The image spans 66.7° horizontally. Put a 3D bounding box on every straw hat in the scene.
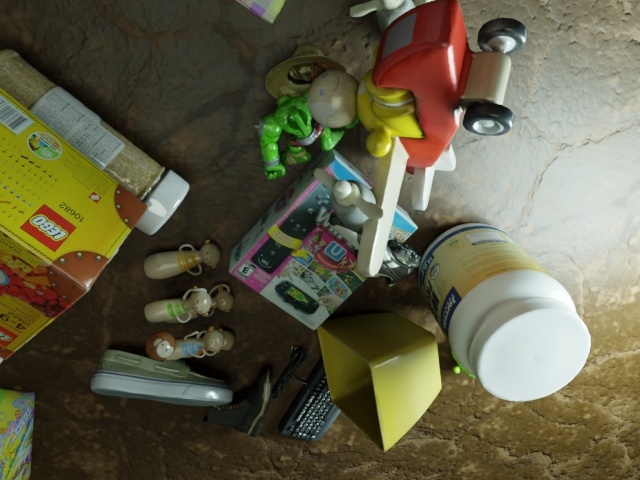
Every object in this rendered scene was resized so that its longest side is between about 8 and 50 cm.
[{"bbox_3d":[-0.024,-0.298,0.835,0.144,0.144,0.061,-3,75,-5],"label":"straw hat"}]

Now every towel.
[{"bbox_3d":[-0.101,-0.408,0.806,0.083,0.009,0.060,29,109,-19],"label":"towel"}]

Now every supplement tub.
[{"bbox_3d":[0.335,0.125,0.937,0.228,0.316,0.228,-2,115,-5],"label":"supplement tub"}]

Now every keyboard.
[{"bbox_3d":[-0.017,0.356,1.172,0.201,0.033,0.317,23,110,-16],"label":"keyboard"}]

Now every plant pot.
[{"bbox_3d":[0.137,0.270,1.040,0.187,0.212,0.212,-20,112,-24],"label":"plant pot"}]

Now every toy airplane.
[{"bbox_3d":[0.114,-0.194,0.761,0.272,0.386,0.384,12,125,2],"label":"toy airplane"}]

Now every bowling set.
[{"bbox_3d":[-0.250,0.168,0.970,0.154,0.200,0.287,-12,120,-1],"label":"bowling set"}]

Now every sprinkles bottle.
[{"bbox_3d":[-0.402,-0.158,0.832,0.355,0.121,0.121,39,106,-21],"label":"sprinkles bottle"}]

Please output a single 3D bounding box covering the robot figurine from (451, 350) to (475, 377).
[{"bbox_3d":[0.355,0.277,1.151,0.101,0.067,0.115,-33,115,7],"label":"robot figurine"}]

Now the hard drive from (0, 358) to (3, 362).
[{"bbox_3d":[-0.802,0.163,0.947,0.353,0.047,0.233,40,84,-21],"label":"hard drive"}]

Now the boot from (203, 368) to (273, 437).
[{"bbox_3d":[-0.192,0.376,1.142,0.137,0.077,0.198,16,112,-8],"label":"boot"}]

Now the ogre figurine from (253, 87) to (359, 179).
[{"bbox_3d":[-0.031,-0.200,0.858,0.197,0.097,0.118,-18,141,14],"label":"ogre figurine"}]

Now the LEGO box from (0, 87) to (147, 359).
[{"bbox_3d":[-0.593,-0.074,0.745,0.372,0.193,0.500,-31,117,36],"label":"LEGO box"}]

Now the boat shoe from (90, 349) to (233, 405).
[{"bbox_3d":[-0.339,0.303,1.073,0.302,0.094,0.109,13,151,-16],"label":"boat shoe"}]

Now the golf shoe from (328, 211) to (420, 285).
[{"bbox_3d":[0.087,0.022,0.892,0.198,0.077,0.094,30,109,-18],"label":"golf shoe"}]

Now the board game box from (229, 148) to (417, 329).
[{"bbox_3d":[0.000,0.000,0.966,0.224,0.097,0.303,37,106,-21],"label":"board game box"}]

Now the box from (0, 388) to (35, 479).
[{"bbox_3d":[-0.819,0.474,1.064,0.290,0.177,0.279,12,113,-11],"label":"box"}]
